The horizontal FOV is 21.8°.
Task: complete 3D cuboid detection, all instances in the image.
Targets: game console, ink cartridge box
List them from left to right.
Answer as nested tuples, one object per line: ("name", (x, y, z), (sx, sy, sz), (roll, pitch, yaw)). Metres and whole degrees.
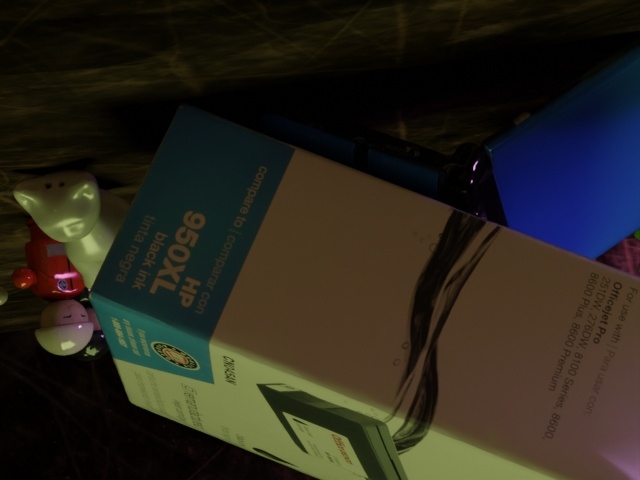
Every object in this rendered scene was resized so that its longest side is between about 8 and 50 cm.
("ink cartridge box", (0.052, 0.087, 1.236), (0.395, 0.166, 0.285), (21, 160, 8))
("game console", (0.124, -0.061, 1.292), (0.250, 0.173, 0.293), (21, 162, 21))

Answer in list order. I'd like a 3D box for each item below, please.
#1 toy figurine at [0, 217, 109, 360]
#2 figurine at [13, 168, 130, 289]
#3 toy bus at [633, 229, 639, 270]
("toy figurine", (-0.327, 0.062, 1.749), (0.210, 0.148, 0.213), (-8, 175, 0))
("figurine", (-0.149, -0.029, 1.448), (0.215, 0.092, 0.209), (-8, 167, 2))
("toy bus", (0.222, -0.059, 1.500), (0.191, 0.104, 0.202), (-9, -143, -29))
